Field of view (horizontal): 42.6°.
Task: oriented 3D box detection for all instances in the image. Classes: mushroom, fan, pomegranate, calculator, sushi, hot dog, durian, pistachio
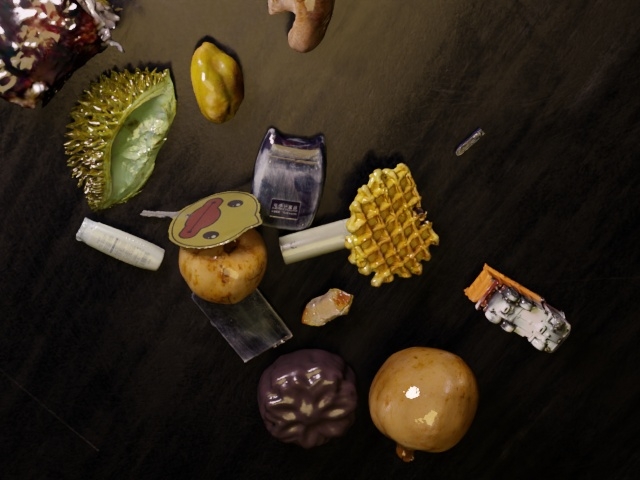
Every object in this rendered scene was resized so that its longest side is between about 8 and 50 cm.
[{"bbox_3d":[-0.036,-0.533,1.739,0.155,0.151,0.286,-9,116,-3],"label":"mushroom"},{"bbox_3d":[-0.285,-0.053,1.926,0.334,0.230,0.011,4,128,24],"label":"fan"},{"bbox_3d":[0.273,0.410,2.147,0.307,0.307,0.308,-2,116,-5],"label":"pomegranate"},{"bbox_3d":[-0.204,0.193,2.143,0.161,0.021,0.262,-30,114,9],"label":"calculator"},{"bbox_3d":[-0.582,-0.441,1.651,0.294,0.299,0.281,-38,129,10],"label":"sushi"},{"bbox_3d":[0.025,0.169,2.130,0.168,0.061,0.078,-26,84,29],"label":"hot dog"},{"bbox_3d":[-0.234,0.048,1.979,0.215,0.215,0.215,-2,116,-5],"label":"pomegranate"},{"bbox_3d":[-0.077,-0.135,1.991,0.177,0.040,0.268,6,120,-7],"label":"calculator"},{"bbox_3d":[-0.471,-0.235,1.888,0.198,0.163,0.394,-7,129,-46],"label":"durian"},{"bbox_3d":[-0.232,-0.347,1.835,0.100,0.110,0.189,9,120,26],"label":"pistachio"}]

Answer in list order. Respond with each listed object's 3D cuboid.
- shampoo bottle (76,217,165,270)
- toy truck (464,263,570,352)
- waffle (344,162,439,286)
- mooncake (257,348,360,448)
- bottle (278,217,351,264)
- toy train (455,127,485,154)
[{"bbox_3d":[-0.489,0.010,2.011,0.212,0.049,0.072,27,114,-18],"label":"shampoo bottle"},{"bbox_3d":[0.518,0.182,2.151,0.270,0.135,0.114,30,112,-14],"label":"toy truck"},{"bbox_3d":[0.179,-0.035,2.014,0.283,0.065,0.310,10,101,-31],"label":"waffle"},{"bbox_3d":[-0.030,0.432,2.211,0.282,0.141,0.283,-3,118,-6],"label":"mooncake"},{"bbox_3d":[0.000,0.000,2.038,0.201,0.072,0.072,-16,116,-1],"label":"bottle"},{"bbox_3d":[0.361,-0.239,1.992,0.083,0.017,0.017,-42,110,13],"label":"toy train"}]
